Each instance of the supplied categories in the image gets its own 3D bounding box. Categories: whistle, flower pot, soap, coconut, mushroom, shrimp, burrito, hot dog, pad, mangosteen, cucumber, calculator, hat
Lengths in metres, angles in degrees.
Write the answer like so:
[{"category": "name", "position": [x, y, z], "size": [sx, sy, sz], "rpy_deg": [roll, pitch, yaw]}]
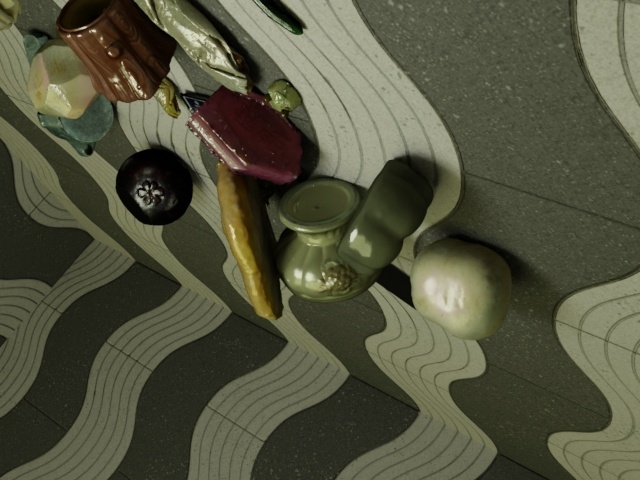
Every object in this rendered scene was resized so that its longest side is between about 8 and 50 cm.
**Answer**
[{"category": "whistle", "position": [-0.850, -0.469, 2.220], "size": [0.168, 0.188, 0.404], "rpy_deg": [12, 149, 46]}, {"category": "flower pot", "position": [0.015, -0.007, 1.790], "size": [0.308, 0.307, 0.244], "rpy_deg": [20, 140, 35]}, {"category": "soap", "position": [-0.166, -0.250, 1.675], "size": [0.289, 0.182, 0.112], "rpy_deg": [46, 155, -13]}, {"category": "coconut", "position": [-0.753, -0.465, 2.019], "size": [0.237, 0.236, 0.197], "rpy_deg": [19, -165, 36]}, {"category": "mushroom", "position": [0.356, 0.115, 1.673], "size": [0.254, 0.234, 0.260], "rpy_deg": [-26, 79, 34]}, {"category": "shrimp", "position": [-0.127, -0.143, 2.024], "size": [0.169, 0.058, 0.296], "rpy_deg": [32, 155, 3]}, {"category": "burrito", "position": [-0.294, -0.475, 1.524], "size": [0.392, 0.076, 0.117], "rpy_deg": [42, 157, -16]}, {"category": "hot dog", "position": [-0.435, -0.414, 1.883], "size": [0.169, 0.061, 0.078], "rpy_deg": [49, -163, -29]}, {"category": "pad", "position": [0.237, 0.130, 2.119], "size": [0.300, 0.005, 0.202], "rpy_deg": [35, 159, 2]}, {"category": "mangosteen", "position": [-0.577, -0.184, 2.358], "size": [0.288, 0.233, 0.287], "rpy_deg": [34, 156, 17]}, {"category": "cucumber", "position": [-0.106, -0.463, 1.323], "size": [0.184, 0.036, 0.033], "rpy_deg": [40, 166, -16]}, {"category": "calculator", "position": [-0.283, -0.309, 1.929], "size": [0.166, 0.028, 0.274], "rpy_deg": [21, 155, 33]}, {"category": "hat", "position": [-0.091, -0.326, 1.566], "size": [0.076, 0.059, 0.077], "rpy_deg": [-2, 134, 51]}]

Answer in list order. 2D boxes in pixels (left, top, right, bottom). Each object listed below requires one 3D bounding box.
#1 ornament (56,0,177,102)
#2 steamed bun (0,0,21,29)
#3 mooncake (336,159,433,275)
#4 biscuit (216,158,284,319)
[{"category": "ornament", "position": [-0.485, -0.464, 1.597], "size": [0.217, 0.235, 0.221], "rpy_deg": [56, -170, -52]}, {"category": "steamed bun", "position": [-0.860, -0.663, 1.681], "size": [0.276, 0.289, 0.203], "rpy_deg": [46, 153, -19]}, {"category": "mooncake", "position": [0.142, -0.047, 1.532], "size": [0.135, 0.274, 0.275], "rpy_deg": [33, 159, -2]}, {"category": "biscuit", "position": [-0.199, -0.031, 1.851], "size": [0.104, 0.429, 0.446], "rpy_deg": [-13, 129, 5]}]
